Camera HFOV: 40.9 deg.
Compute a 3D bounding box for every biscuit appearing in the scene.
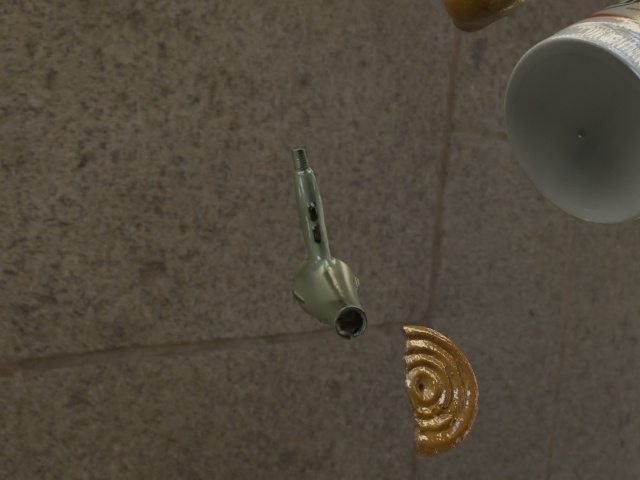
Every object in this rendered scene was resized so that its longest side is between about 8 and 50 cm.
[{"bbox_3d":[0.207,0.255,1.463,0.144,0.033,0.224,7,66,-19],"label":"biscuit"}]

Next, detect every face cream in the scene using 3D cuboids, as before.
[{"bbox_3d":[0.323,-0.142,0.877,0.187,0.201,0.201,-29,116,-28],"label":"face cream"}]

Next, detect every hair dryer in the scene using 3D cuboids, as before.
[{"bbox_3d":[0.010,0.027,1.057,0.088,0.219,0.225,-14,125,-10],"label":"hair dryer"}]

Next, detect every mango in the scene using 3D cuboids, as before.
[{"bbox_3d":[0.241,-0.359,1.240,0.136,0.227,0.099,-28,88,2],"label":"mango"}]
